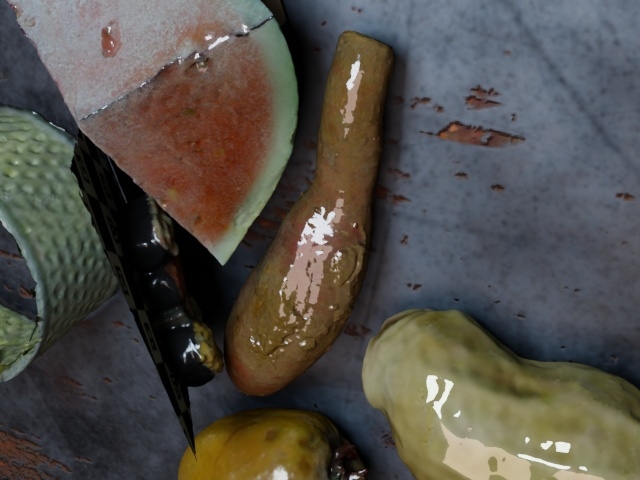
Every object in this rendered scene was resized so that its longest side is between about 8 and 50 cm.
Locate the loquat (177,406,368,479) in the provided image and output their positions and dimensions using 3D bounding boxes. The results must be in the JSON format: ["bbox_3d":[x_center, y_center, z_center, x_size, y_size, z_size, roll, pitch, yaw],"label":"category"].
[{"bbox_3d":[-0.049,0.265,0.960,0.234,0.176,0.187,-18,124,32],"label":"loquat"}]

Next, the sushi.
[{"bbox_3d":[-0.150,0.019,0.858,0.050,0.264,0.290,-20,112,-4],"label":"sushi"}]

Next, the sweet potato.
[{"bbox_3d":[0.000,0.000,0.841,0.109,0.109,0.385,27,116,8],"label":"sweet potato"}]

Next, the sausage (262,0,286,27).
[{"bbox_3d":[-0.058,-0.237,0.788,0.026,0.026,0.116,-9,111,27],"label":"sausage"}]

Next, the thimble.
[{"bbox_3d":[-0.352,0.004,0.961,0.271,0.150,0.270,10,119,18],"label":"thimble"}]

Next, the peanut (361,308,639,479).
[{"bbox_3d":[0.189,0.189,0.823,0.340,0.158,0.174,18,123,14],"label":"peanut"}]

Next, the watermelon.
[{"bbox_3d":[-0.136,-0.124,0.801,0.256,0.176,0.260,9,152,32],"label":"watermelon"}]
